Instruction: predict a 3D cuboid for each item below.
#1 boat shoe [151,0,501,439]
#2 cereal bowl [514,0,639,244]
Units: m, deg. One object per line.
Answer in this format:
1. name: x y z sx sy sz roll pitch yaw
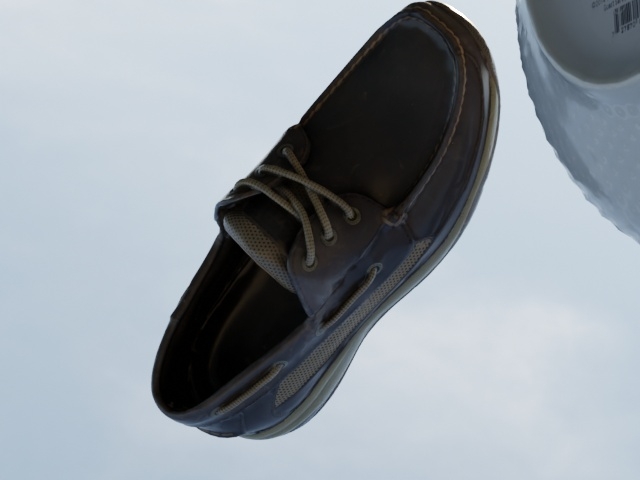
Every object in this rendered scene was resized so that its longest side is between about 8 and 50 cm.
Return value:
1. boat shoe: 0.000 0.000 1.205 0.132 0.355 0.130 38 -158 25
2. cereal bowl: 0.202 -0.147 0.873 0.141 0.339 0.339 5 -152 -30
